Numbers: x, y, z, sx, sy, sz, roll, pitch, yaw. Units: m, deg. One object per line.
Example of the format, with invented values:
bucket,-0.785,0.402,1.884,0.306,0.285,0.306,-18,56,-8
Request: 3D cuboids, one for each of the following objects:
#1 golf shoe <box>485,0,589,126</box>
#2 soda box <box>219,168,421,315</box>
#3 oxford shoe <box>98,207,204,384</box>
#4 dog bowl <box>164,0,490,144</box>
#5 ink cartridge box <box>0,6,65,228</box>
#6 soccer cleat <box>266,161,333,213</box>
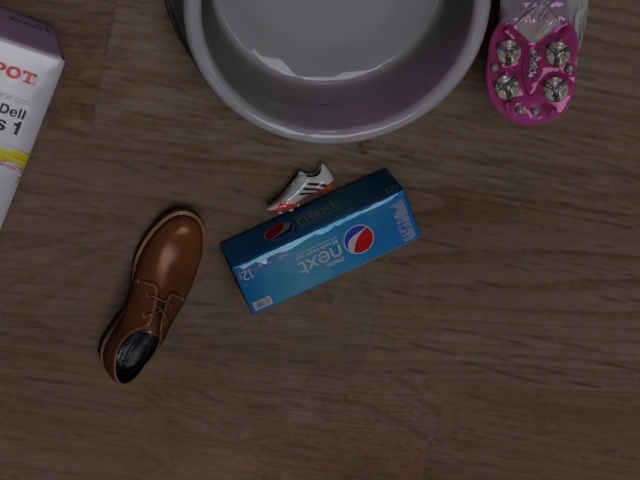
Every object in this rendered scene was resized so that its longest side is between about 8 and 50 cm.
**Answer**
golf shoe,0.241,-0.270,1.624,0.115,0.140,0.306,14,89,8
soda box,0.000,0.000,1.684,0.210,0.071,0.067,-24,118,-5
oxford shoe,-0.179,0.067,1.661,0.076,0.076,0.212,18,105,-21
dog bowl,0.014,-0.252,1.522,0.349,0.102,0.349,-3,124,-4
ink cartridge box,-0.398,-0.106,1.497,0.201,0.117,0.278,18,106,-22
soccer cleat,-0.025,-0.058,1.677,0.083,0.029,0.035,-26,109,-8
